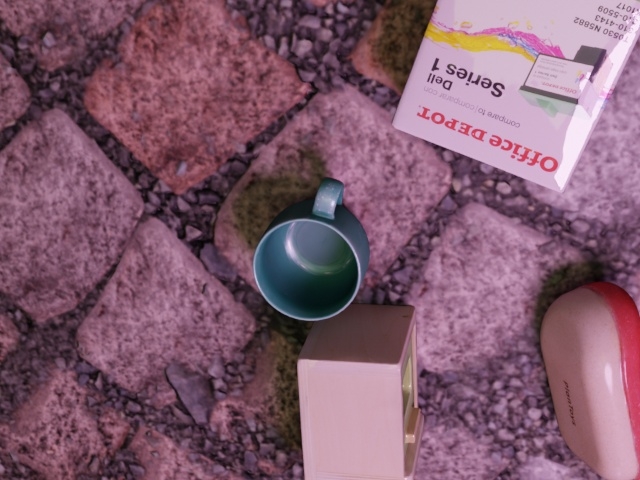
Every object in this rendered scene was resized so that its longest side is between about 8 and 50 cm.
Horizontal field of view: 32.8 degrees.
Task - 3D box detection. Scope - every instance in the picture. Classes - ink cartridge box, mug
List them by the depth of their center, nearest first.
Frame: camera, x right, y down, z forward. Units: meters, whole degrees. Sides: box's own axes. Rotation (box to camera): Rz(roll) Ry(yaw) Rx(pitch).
[{"bbox_3d":[0.216,-0.217,1.127,0.201,0.117,0.278,22,116,3],"label":"ink cartridge box"},{"bbox_3d":[0.003,0.009,1.285,0.157,0.097,0.129,-39,99,24],"label":"mug"}]

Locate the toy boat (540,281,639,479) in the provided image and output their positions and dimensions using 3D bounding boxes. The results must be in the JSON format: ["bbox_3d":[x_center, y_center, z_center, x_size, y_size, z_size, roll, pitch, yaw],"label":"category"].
[{"bbox_3d":[0.353,0.153,1.260,0.151,0.151,0.231,-20,110,-12],"label":"toy boat"}]

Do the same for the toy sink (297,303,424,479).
[{"bbox_3d":[0.056,0.214,1.332,0.131,0.153,0.234,2,112,12],"label":"toy sink"}]
